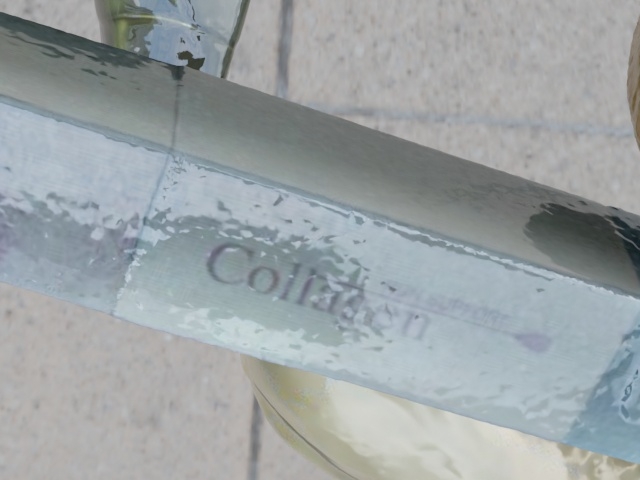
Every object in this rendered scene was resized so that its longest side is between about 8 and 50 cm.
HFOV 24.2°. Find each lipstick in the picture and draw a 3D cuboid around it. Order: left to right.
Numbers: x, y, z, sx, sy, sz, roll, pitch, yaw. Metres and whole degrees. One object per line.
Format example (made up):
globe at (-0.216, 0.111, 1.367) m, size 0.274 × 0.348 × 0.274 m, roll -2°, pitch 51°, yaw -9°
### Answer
lipstick at (0.000, 0.000, 0.493) m, size 0.317 × 0.068 × 0.066 m, roll 17°, pitch 119°, yaw -13°

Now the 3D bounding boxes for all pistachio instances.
pistachio at (0.076, 0.078, 0.926) m, size 0.299 × 0.187 × 0.187 m, roll 31°, pitch 122°, yaw -9°

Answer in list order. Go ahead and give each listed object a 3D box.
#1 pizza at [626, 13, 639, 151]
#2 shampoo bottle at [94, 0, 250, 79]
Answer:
pizza at (0.180, -0.060, 0.547) m, size 0.134 × 0.271 × 0.056 m, roll 11°, pitch 128°, yaw -2°
shampoo bottle at (-0.078, -0.242, 0.846) m, size 0.126 × 0.084 × 0.350 m, roll 4°, pitch 114°, yaw -4°
